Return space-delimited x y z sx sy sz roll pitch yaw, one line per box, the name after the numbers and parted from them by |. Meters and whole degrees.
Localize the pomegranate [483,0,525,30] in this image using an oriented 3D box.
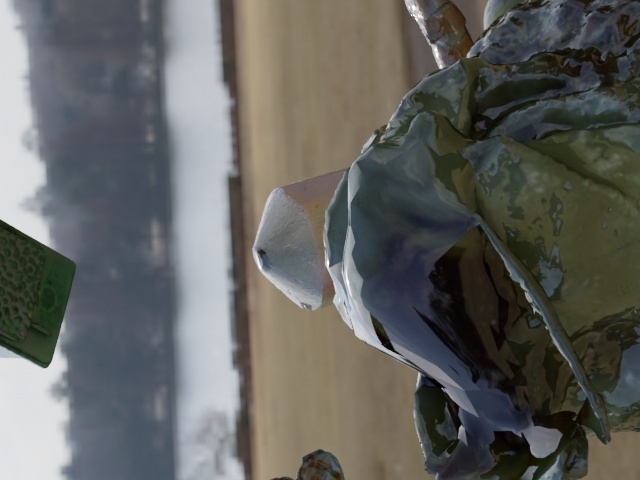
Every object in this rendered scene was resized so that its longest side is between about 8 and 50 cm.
0.226 -0.199 1.756 0.220 0.156 0.156 149 118 -67 | pomegranate

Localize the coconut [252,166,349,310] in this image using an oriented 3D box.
0.000 0.000 1.965 0.147 0.153 0.147 55 156 38 | coconut

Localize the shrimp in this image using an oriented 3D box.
0.115 -0.170 1.613 0.180 0.041 0.099 60 169 -24 | shrimp

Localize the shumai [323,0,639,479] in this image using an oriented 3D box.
0.160 -0.014 1.196 0.395 0.348 0.395 15 111 46 | shumai

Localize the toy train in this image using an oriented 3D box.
-0.429 0.046 1.977 0.266 0.202 0.145 35 -121 -47 | toy train

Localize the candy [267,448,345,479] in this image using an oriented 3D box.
-0.063 0.209 1.283 0.053 0.182 0.046 65 159 8 | candy
